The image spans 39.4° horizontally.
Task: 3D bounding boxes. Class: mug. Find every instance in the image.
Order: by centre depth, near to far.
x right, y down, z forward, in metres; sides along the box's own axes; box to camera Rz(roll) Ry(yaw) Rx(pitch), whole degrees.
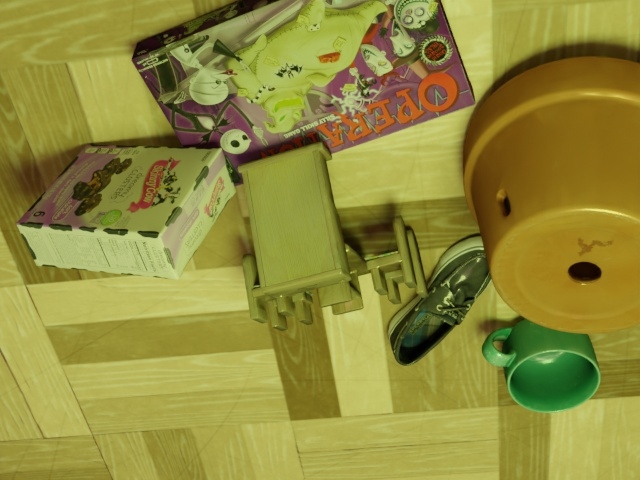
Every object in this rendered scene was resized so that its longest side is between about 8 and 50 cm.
[{"bbox_3d":[0.317,0.159,1.272,0.129,0.097,0.158,-28,122,22],"label":"mug"}]

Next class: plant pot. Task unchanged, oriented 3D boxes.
[{"bbox_3d":[0.300,-0.031,1.021,0.291,0.203,0.291,9,137,8],"label":"plant pot"}]

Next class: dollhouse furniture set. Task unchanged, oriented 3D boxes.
[{"bbox_3d":[0.000,0.000,1.133,0.212,0.161,0.242,-15,163,13],"label":"dollhouse furniture set"}]

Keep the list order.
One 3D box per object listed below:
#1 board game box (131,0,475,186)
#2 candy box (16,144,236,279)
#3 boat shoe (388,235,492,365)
[{"bbox_3d":[-0.017,-0.193,1.036,0.347,0.056,0.208,-18,130,15],"label":"board game box"},{"bbox_3d":[-0.224,-0.039,1.054,0.196,0.165,0.070,4,131,22],"label":"candy box"},{"bbox_3d":[0.169,0.092,1.236,0.080,0.076,0.228,30,124,-20],"label":"boat shoe"}]
